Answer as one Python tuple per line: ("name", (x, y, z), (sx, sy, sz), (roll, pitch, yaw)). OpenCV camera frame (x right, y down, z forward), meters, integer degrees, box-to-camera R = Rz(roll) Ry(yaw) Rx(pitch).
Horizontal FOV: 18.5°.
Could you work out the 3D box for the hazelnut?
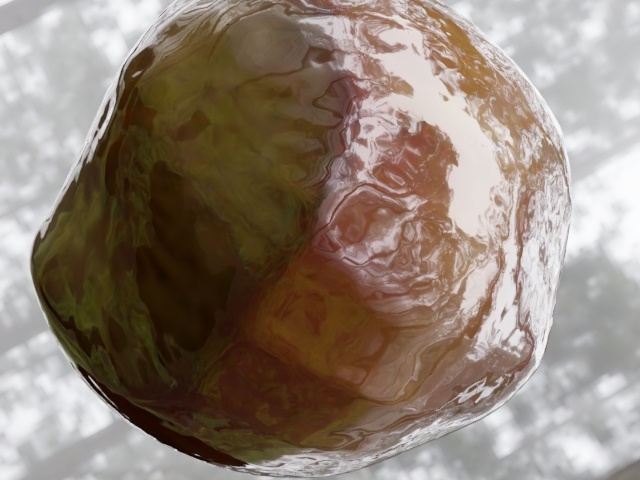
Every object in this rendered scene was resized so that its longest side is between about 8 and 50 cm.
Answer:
("hazelnut", (-0.007, -0.003, 1.313), (0.366, 0.365, 0.366), (55, -17, 25))
